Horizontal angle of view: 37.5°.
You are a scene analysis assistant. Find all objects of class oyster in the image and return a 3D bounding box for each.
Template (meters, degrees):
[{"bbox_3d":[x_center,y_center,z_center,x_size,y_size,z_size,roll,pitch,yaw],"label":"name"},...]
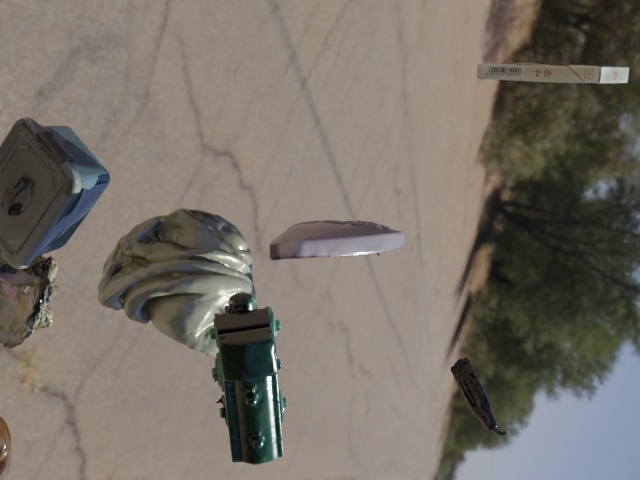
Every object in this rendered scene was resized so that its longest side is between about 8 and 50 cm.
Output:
[{"bbox_3d":[-0.592,0.095,1.797,0.260,0.198,0.092,-36,176,42],"label":"oyster"}]

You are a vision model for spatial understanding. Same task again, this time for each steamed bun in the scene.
[{"bbox_3d":[-0.215,0.052,1.575,0.207,0.268,0.280,-64,-167,3],"label":"steamed bun"}]

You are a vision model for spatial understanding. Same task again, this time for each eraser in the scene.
[{"bbox_3d":[0.000,-0.001,1.444,0.243,0.204,0.059,-3,90,-70],"label":"eraser"}]

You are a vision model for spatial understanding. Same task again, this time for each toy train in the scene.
[{"bbox_3d":[-0.067,0.138,0.898,0.111,0.071,0.170,-109,-166,-66],"label":"toy train"}]

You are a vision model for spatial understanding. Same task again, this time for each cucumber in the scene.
[{"bbox_3d":[0.270,0.273,1.617,0.039,0.043,0.163,48,16,-47],"label":"cucumber"}]

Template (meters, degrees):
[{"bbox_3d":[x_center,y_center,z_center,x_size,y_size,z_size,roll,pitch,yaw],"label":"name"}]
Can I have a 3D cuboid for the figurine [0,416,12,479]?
[{"bbox_3d":[-0.460,0.292,1.155,0.263,0.142,0.189,119,-11,-47],"label":"figurine"}]

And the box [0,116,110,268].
[{"bbox_3d":[-0.462,-0.080,1.544,0.227,0.162,0.130,-49,166,28],"label":"box"}]

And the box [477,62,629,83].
[{"bbox_3d":[0.295,-0.213,1.202,0.090,0.167,0.024,-13,108,-50],"label":"box"}]
